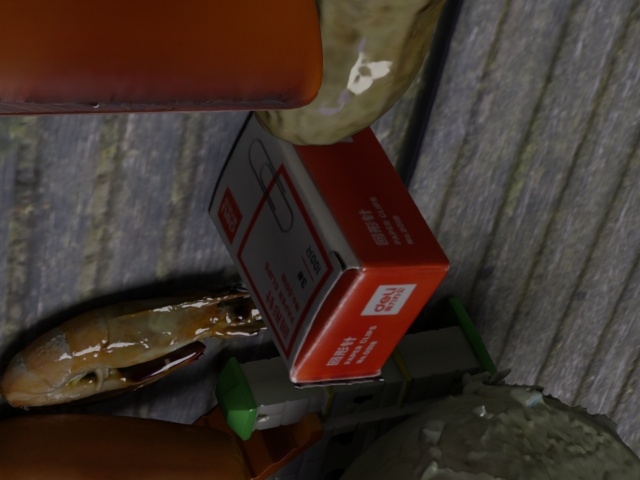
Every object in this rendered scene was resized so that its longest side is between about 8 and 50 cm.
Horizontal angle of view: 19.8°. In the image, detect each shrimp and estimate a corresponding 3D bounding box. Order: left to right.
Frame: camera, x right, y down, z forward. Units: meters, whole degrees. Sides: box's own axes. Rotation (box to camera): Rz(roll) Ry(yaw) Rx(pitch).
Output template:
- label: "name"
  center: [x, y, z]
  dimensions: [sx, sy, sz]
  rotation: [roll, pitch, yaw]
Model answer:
- label: "shrimp"
  center: [-0.147, 0.093, 1.497]
  dimensions: [0.236, 0.053, 0.133]
  rotation: [-18, 143, -11]

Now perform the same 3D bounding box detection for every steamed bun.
- label: "steamed bun"
  center: [0.129, 0.267, 1.579]
  dimensions: [0.312, 0.233, 0.334]
  rotation: [-41, 130, 23]

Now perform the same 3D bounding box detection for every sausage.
- label: "sausage"
  center: [-0.177, 0.189, 1.522]
  dimensions: [0.238, 0.098, 0.098]
  rotation: [3, 139, -7]

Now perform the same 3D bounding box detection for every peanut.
- label: "peanut"
  center: [0.029, -0.167, 1.243]
  dimensions: [0.125, 0.111, 0.274]
  rotation: [3, 134, -32]

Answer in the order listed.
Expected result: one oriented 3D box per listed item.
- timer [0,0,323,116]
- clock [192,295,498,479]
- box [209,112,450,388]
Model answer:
- label: "timer"
  center: [-0.147, -0.162, 0.999]
  dimensions: [0.257, 0.250, 0.161]
  rotation: [-4, 138, -32]
- label: "clock"
  center: [0.009, 0.175, 1.678]
  dimensions: [0.255, 0.106, 0.219]
  rotation: [-8, 139, -21]
- label: "box"
  center: [0.000, 0.000, 1.371]
  dimensions: [0.099, 0.182, 0.133]
  rotation: [-2, 140, -33]
